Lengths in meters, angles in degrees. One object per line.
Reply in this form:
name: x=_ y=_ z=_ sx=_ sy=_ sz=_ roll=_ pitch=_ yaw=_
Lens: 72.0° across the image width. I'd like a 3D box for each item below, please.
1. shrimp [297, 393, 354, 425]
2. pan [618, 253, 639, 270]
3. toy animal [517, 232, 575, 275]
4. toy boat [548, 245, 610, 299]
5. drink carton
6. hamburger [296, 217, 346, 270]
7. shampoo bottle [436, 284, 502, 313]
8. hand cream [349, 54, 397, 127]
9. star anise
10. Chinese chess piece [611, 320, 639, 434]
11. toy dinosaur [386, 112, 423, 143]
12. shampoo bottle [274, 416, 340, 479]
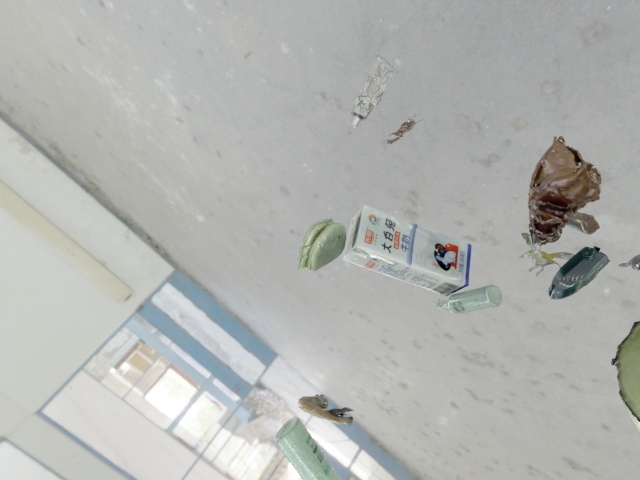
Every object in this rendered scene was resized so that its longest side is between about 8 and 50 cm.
shrimp: x=0.020 y=0.458 z=1.206 sx=0.152 sy=0.046 sz=0.219 roll=14 pitch=169 yaw=13
pan: x=0.941 y=0.057 z=1.288 sx=0.212 sy=0.115 sz=0.040 roll=55 pitch=-163 yaw=-85
toy animal: x=0.681 y=0.059 z=1.395 sx=0.219 sy=0.095 sz=0.155 roll=27 pitch=149 yaw=-15
toy boat: x=0.520 y=0.072 z=0.902 sx=0.055 sy=0.141 sz=0.060 roll=39 pitch=165 yaw=54
drink carton: x=0.223 y=0.031 z=1.141 sx=0.315 sy=0.130 sz=0.106 roll=19 pitch=152 yaw=-10
hamburger: x=0.003 y=0.001 z=0.816 sx=0.054 sy=0.121 sz=0.084 roll=34 pitch=134 yaw=23
shampoo bottle: x=0.367 y=0.158 z=1.123 sx=0.056 sy=0.056 sz=0.195 roll=43 pitch=148 yaw=-9
hand cream: x=0.158 y=-0.463 z=1.378 sx=0.084 sy=0.256 sz=0.050 roll=32 pitch=168 yaw=-8
star anise: x=0.541 y=-0.089 z=0.986 sx=0.148 sy=0.237 sz=0.346 roll=5 pitch=166 yaw=34
Chinese chess piece: x=0.640 y=0.208 z=0.652 sx=0.146 sy=0.349 sz=0.349 roll=44 pitch=155 yaw=-10
toy dinosaur: x=0.245 y=-0.327 z=1.289 sx=0.032 sy=0.108 sz=0.220 roll=49 pitch=164 yaw=-7
shampoo bottle: x=0.005 y=0.350 z=0.639 sx=0.190 sy=0.041 sz=0.069 roll=54 pitch=-176 yaw=5
